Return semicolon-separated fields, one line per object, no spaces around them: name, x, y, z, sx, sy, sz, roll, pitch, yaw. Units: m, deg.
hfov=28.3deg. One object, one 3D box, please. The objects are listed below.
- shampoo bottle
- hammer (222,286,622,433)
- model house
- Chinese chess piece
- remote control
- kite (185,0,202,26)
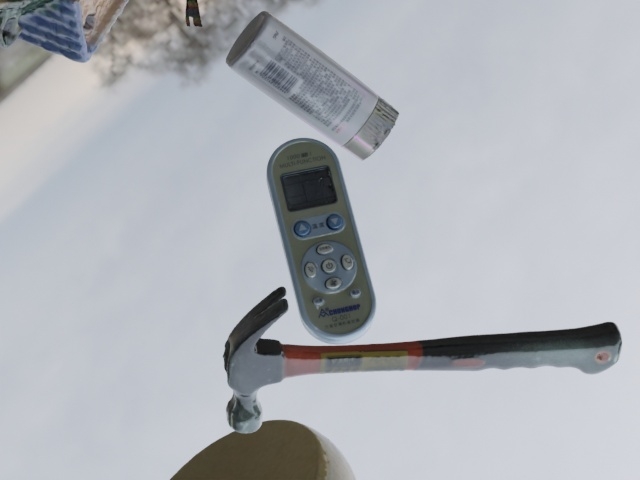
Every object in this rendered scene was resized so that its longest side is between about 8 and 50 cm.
shampoo bottle;-0.008;-0.194;1.612;0.086;0.227;0.056;-52;-154;10
hammer;0.073;0.084;0.920;0.288;0.111;0.033;-2;-150;-3
model house;-0.252;-0.232;1.067;0.183;0.167;0.172;-26;140;-65
Chinese chess piece;-0.080;0.322;1.427;0.273;0.102;0.273;-27;-154;14
remote control;0.000;0.000;1.406;0.087;0.244;0.047;-13;159;-3
kite;-0.181;-0.372;1.754;0.006;0.198;0.244;103;-23;-47
